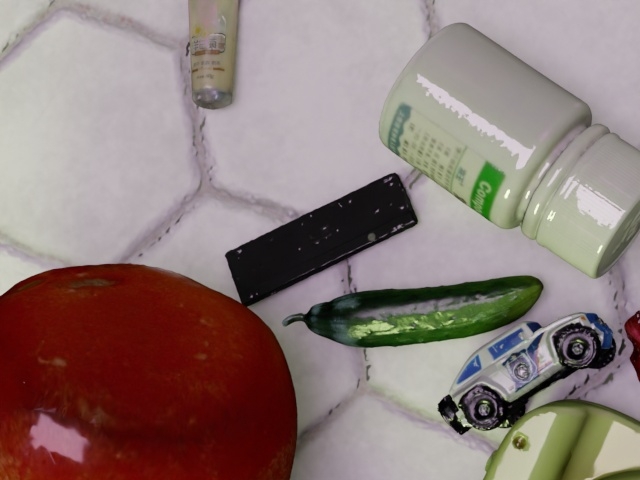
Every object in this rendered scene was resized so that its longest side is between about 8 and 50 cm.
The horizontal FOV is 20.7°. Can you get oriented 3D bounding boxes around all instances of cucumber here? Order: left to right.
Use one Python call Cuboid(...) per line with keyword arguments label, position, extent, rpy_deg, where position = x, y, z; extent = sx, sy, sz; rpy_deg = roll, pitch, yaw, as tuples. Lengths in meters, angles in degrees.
Cuboid(label="cucumber", position=(0.085, 0.069, 1.623), extent=(0.250, 0.056, 0.056), rpy_deg=(-7, 86, 18))

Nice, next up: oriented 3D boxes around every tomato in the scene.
Cuboid(label="tomato", position=(-0.186, 0.185, 1.581), extent=(0.325, 0.290, 0.293), rpy_deg=(11, 110, -13))

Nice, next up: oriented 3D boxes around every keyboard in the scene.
Cuboid(label="keyboard", position=(0.000, 0.000, 1.676), extent=(0.196, 0.018, 0.060), rpy_deg=(-25, 73, 17))

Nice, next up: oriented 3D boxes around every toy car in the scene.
Cuboid(label="toy car", position=(0.182, 0.116, 1.571), extent=(0.171, 0.080, 0.070), rpy_deg=(-35, 75, 16))

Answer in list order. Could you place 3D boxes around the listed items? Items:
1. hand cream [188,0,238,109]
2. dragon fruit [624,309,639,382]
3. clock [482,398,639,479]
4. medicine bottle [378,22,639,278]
Cuboid(label="hand cream", position=(-0.104, -0.200, 1.711), extent=(0.061, 0.039, 0.143), rpy_deg=(-4, 82, 22))
Cuboid(label="dragon fruit", position=(0.321, 0.111, 1.528), extent=(0.097, 0.063, 0.131), rpy_deg=(-34, 77, 16))
Cuboid(label="clock", position=(0.282, 0.319, 1.507), extent=(0.348, 0.117, 0.286), rpy_deg=(24, 97, 19))
Cuboid(label="medicine bottle", position=(0.180, -0.078, 1.549), extent=(0.237, 0.139, 0.139), rpy_deg=(36, 100, 16))
